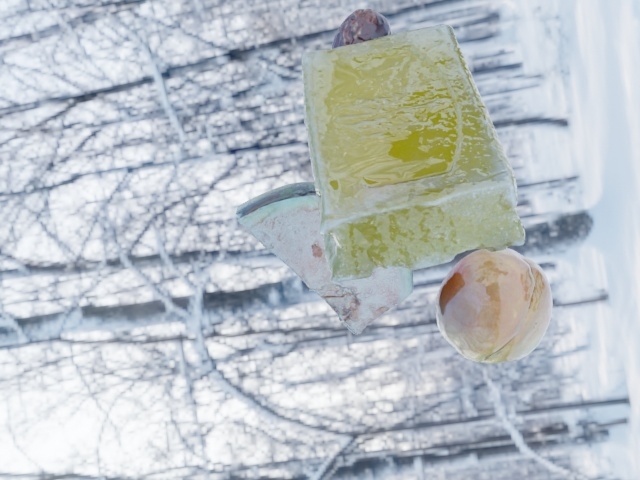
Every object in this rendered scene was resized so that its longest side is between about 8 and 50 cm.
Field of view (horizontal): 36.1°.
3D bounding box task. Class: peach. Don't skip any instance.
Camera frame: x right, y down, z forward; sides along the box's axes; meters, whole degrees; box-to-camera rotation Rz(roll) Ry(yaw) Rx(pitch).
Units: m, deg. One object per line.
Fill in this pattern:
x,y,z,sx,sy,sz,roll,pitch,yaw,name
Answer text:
0.269,0.097,1.504,0.184,0.184,0.184,-9,-90,-79,peach

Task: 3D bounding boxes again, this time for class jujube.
0.046,-0.241,1.288,0.129,0.077,0.077,-65,-15,-2,jujube

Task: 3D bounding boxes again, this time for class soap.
0.082,-0.103,1.028,0.315,0.199,0.091,-96,-4,-49,soap

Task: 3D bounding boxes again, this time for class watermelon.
0.000,0.000,1.536,0.305,0.224,0.180,42,-125,-29,watermelon
